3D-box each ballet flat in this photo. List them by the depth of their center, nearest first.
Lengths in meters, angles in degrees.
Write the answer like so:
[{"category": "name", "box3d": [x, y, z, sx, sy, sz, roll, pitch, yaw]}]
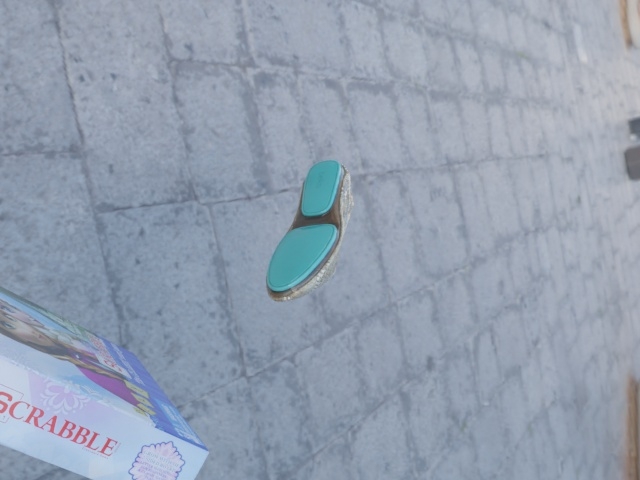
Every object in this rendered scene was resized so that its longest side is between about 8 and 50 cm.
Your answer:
[{"category": "ballet flat", "box3d": [0.000, 0.000, 0.679, 0.206, 0.073, 0.067, -69, 146, -44]}]

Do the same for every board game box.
[{"category": "board game box", "box3d": [-0.299, 0.114, 0.650, 0.318, 0.318, 0.066, 35, 81, -28]}]
